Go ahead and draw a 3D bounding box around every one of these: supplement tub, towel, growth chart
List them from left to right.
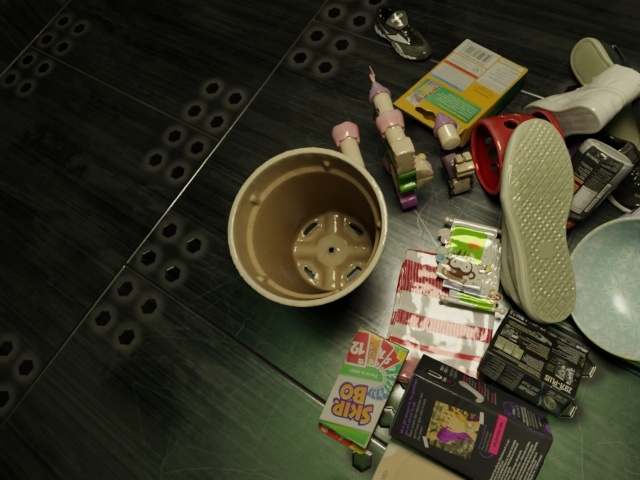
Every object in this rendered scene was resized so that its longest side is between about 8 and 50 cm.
[{"bbox_3d":[0.287,0.187,1.131,0.237,0.037,0.328,10,70,15],"label":"towel"},{"bbox_3d":[0.360,0.055,1.148,0.172,0.021,0.237,7,66,13],"label":"growth chart"},{"bbox_3d":[0.606,-0.128,1.101,0.117,0.190,0.117,18,35,-13],"label":"supplement tub"}]

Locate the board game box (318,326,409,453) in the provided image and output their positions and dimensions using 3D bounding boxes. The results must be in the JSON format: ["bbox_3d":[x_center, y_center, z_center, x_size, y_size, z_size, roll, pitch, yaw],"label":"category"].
[{"bbox_3d":[0.093,0.342,1.085,0.124,0.039,0.259,23,90,21],"label":"board game box"}]

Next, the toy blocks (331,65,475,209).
[{"bbox_3d":[0.195,-0.251,1.199,0.309,0.288,0.260,-17,61,6],"label":"toy blocks"}]

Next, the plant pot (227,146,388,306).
[{"bbox_3d":[0.000,0.000,1.108,0.334,0.305,0.333,-3,77,12],"label":"plant pot"}]

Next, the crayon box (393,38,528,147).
[{"bbox_3d":[0.377,-0.392,1.300,0.203,0.083,0.323,40,72,23],"label":"crayon box"}]

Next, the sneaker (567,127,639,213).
[{"bbox_3d":[0.720,-0.164,1.130,0.107,0.124,0.283,-42,66,-6],"label":"sneaker"}]

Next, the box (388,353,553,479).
[{"bbox_3d":[0.297,0.366,0.959,0.271,0.165,0.143,23,98,18],"label":"box"}]

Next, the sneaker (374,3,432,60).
[{"bbox_3d":[0.243,-0.634,1.438,0.078,0.106,0.234,-39,66,-4],"label":"sneaker"}]

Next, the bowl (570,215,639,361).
[{"bbox_3d":[0.688,0.101,0.994,0.156,0.289,0.289,5,61,-32],"label":"bowl"}]

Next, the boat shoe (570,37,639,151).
[{"bbox_3d":[0.760,-0.369,1.213,0.113,0.127,0.339,-7,65,-18],"label":"boat shoe"}]

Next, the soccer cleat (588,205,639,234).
[{"bbox_3d":[0.759,-0.050,1.061,0.318,0.108,0.116,-28,16,34],"label":"soccer cleat"}]

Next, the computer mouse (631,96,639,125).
[{"bbox_3d":[0.821,-0.336,1.118,0.272,0.072,0.188,-35,91,-34],"label":"computer mouse"}]

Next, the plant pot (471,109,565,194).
[{"bbox_3d":[0.487,-0.220,1.172,0.174,0.191,0.191,-11,66,1],"label":"plant pot"}]

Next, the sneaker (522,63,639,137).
[{"bbox_3d":[0.637,-0.335,1.154,0.169,0.292,0.108,-37,107,0],"label":"sneaker"}]

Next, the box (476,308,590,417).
[{"bbox_3d":[0.451,0.255,1.011,0.180,0.077,0.147,28,47,21],"label":"box"}]

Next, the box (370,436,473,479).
[{"bbox_3d":[0.255,0.533,0.948,0.311,0.121,0.147,23,75,20],"label":"box"}]

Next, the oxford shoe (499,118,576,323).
[{"bbox_3d":[0.469,-0.041,1.065,0.169,0.130,0.448,-4,91,-6],"label":"oxford shoe"}]
